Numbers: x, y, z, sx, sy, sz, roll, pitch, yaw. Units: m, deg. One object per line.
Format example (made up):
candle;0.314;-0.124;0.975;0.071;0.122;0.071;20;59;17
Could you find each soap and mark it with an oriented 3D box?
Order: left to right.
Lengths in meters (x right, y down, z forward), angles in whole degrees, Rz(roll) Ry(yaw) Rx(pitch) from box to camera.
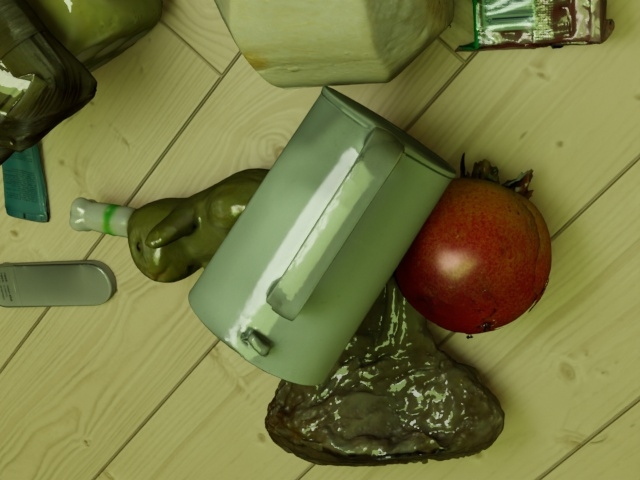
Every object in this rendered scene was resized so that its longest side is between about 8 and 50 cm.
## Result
soap;0.258;-0.363;1.171;0.218;0.098;0.273;0;109;18

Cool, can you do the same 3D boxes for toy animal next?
toy animal;-0.193;0.005;1.402;0.363;0.180;0.181;-14;130;19

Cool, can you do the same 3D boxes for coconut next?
coconut;0.003;-0.329;1.169;0.323;0.323;0.323;6;111;16

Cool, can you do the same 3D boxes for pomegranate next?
pomegranate;0.201;0.007;1.269;0.210;0.210;0.235;20;79;11

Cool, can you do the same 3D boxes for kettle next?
kettle;-0.009;-0.009;1.162;0.205;0.265;0.318;40;102;28

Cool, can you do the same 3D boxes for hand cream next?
hand cream;-0.473;-0.135;1.533;0.083;0.048;0.224;11;118;15

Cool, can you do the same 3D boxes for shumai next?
shumai;0.084;0.186;1.421;0.346;0.217;0.283;-8;75;10

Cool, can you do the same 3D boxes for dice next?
dice;-0.370;-0.341;1.310;0.227;0.238;0.233;-27;100;26

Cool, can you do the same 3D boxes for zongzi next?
zongzi;-0.456;-0.208;1.194;0.300;0.138;0.286;-38;91;38

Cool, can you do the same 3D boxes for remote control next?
remote control;-0.450;0.072;1.606;0.245;0.022;0.077;-3;106;20
